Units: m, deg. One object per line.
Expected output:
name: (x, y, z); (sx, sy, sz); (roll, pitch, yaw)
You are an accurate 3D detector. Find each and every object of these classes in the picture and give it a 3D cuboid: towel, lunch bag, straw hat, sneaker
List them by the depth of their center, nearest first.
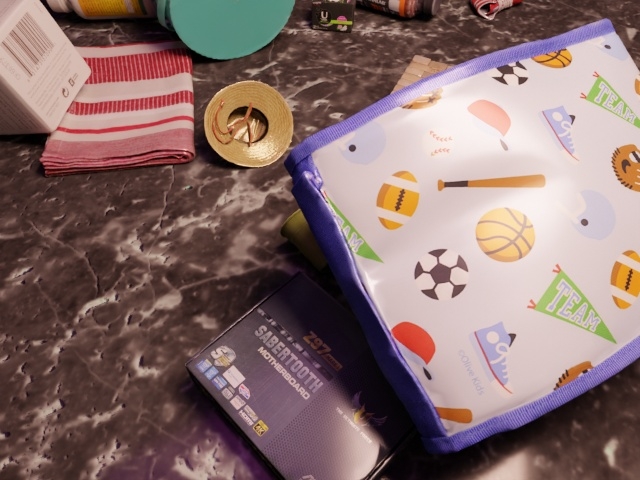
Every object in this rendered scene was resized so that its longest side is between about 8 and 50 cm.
lunch bag: (0.189, -0.011, 0.555); (0.386, 0.239, 0.327); (-23, 80, -24)
straw hat: (-0.122, -0.188, 0.837); (0.145, 0.144, 0.061); (-26, 16, -18)
towel: (-0.344, -0.250, 0.901); (0.237, 0.037, 0.328); (-7, 54, -6)
sneaker: (0.382, -0.502, 1.085); (0.119, 0.042, 0.067); (-5, 50, 5)

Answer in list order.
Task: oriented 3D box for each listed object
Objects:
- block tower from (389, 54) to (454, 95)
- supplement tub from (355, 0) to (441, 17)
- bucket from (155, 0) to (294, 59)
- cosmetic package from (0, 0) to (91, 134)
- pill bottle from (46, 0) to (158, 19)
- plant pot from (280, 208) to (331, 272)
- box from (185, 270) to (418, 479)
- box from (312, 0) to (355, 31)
block tower: (0.132, -0.159, 0.802); (0.091, 0.097, 0.335); (21, 55, 13)
supplement tub: (0.153, -0.527, 1.063); (0.198, 0.106, 0.106); (23, 57, 16)
bucket: (-0.189, -0.487, 0.938); (0.281, 0.281, 0.183); (-22, 62, -16)
cosmetic package: (-0.510, -0.272, 0.815); (0.184, 0.151, 0.151); (2, 57, 19)
pill bottle: (-0.440, -0.512, 1.040); (0.209, 0.117, 0.117); (-2, 54, -2)
plant pot: (0.000, 0.000, 0.701); (0.083, 0.083, 0.079); (-27, 71, -19)
box: (-0.009, 0.167, 0.583); (0.183, 0.059, 0.233); (-37, 63, -25)
box: (0.027, -0.468, 1.045); (0.084, 0.062, 0.052); (7, 53, 5)
